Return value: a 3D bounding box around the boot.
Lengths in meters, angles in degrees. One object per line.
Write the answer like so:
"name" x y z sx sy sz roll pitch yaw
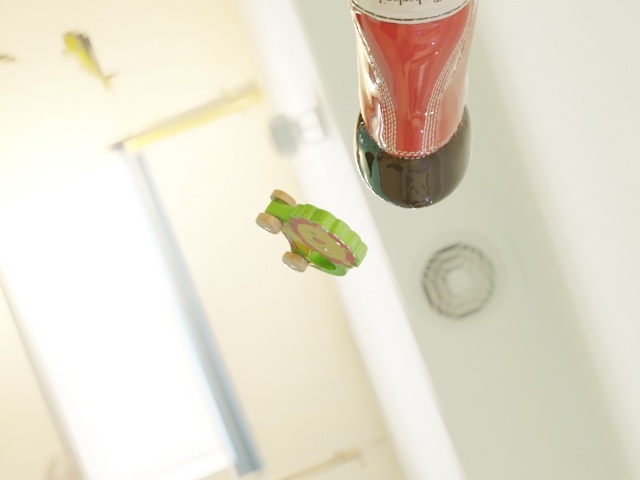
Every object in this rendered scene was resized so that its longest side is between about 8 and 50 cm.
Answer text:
"boot" 0.051 -0.138 0.941 0.244 0.088 0.176 -82 171 -46

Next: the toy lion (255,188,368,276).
"toy lion" 0.000 0.000 1.434 0.096 0.034 0.100 21 -22 32
